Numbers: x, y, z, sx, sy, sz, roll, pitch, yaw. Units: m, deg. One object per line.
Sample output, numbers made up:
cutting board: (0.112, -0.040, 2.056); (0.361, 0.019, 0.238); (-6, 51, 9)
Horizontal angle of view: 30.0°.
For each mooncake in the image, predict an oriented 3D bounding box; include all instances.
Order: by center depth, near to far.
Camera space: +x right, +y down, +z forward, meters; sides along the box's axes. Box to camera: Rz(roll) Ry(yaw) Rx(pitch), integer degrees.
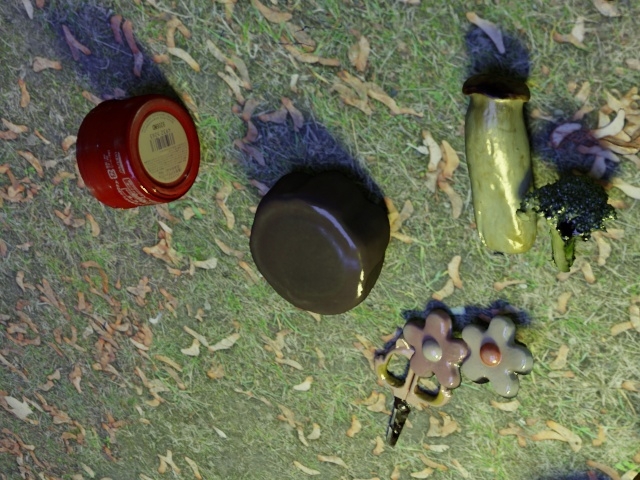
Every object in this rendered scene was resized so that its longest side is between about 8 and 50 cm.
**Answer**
mooncake: (0.000, 0.000, 1.996); (0.245, 0.133, 0.245); (19, 135, 20)

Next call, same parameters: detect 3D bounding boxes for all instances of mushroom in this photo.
mushroom: (0.265, -0.109, 1.761); (0.100, 0.081, 0.312); (15, 135, 29)

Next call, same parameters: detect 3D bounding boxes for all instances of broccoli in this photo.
broccoli: (0.364, -0.017, 1.769); (0.118, 0.122, 0.204); (53, 166, 27)

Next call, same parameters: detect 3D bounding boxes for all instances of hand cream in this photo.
hand cream: (-0.307, -0.151, 2.030); (0.125, 0.193, 0.193); (-4, 124, 35)

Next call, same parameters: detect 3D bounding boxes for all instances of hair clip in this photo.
hair clip: (0.252, 0.189, 2.037); (0.257, 0.075, 0.146); (2, 108, 33)

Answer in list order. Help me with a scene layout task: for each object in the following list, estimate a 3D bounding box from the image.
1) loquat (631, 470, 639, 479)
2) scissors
loquat: (0.607, 0.483, 1.906); (0.276, 0.284, 0.276); (24, 139, 23)
scissors: (0.160, 0.297, 2.233); (0.160, 0.024, 0.317); (25, 137, 13)
